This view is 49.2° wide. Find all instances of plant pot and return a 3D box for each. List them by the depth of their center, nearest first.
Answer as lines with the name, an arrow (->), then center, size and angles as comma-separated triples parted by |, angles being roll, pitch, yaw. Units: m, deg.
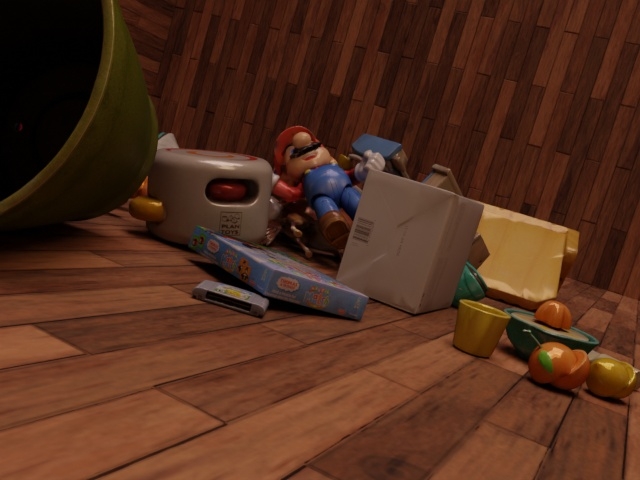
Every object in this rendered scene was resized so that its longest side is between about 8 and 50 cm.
plant pot -> -0.354, -0.164, 0.811 | 0.366, 0.367, 0.353 | 17, -5, 6

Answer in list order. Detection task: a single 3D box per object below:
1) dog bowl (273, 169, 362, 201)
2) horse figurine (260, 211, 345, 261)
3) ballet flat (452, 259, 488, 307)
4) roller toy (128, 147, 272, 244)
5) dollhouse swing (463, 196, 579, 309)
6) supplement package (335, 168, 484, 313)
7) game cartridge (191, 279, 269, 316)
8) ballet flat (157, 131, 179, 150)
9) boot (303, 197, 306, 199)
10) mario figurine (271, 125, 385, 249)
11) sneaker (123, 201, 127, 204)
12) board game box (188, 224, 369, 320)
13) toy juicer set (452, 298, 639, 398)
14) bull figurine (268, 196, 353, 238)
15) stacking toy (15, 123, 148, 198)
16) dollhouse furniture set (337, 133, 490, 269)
dog bowl -> -0.006, -0.116, 1.827 | 0.264, 0.104, 0.265 | 29, -7, 4
horse figurine -> 0.000, 0.000, 1.374 | 0.263, 0.066, 0.174 | 18, 13, -19
ballet flat -> 0.253, 0.064, 1.339 | 0.083, 0.087, 0.247 | 59, 9, -11
roller toy -> -0.176, -0.063, 1.096 | 0.191, 0.146, 0.209 | 9, 10, 14
dollhouse swing -> 0.415, 0.086, 1.720 | 0.346, 0.305, 0.315 | 18, -35, 12
supplement package -> 0.152, 0.002, 1.156 | 0.149, 0.194, 0.203 | 20, 7, 25
game cartridge -> -0.100, 0.064, 0.792 | 0.083, 0.017, 0.056 | 17, 3, -1
ballet flat -> -0.395, -0.178, 1.715 | 0.139, 0.139, 0.400 | 16, 11, -4
boot -> -0.038, -0.050, 1.686 | 0.099, 0.121, 0.045 | 46, 25, 2
mario figurine -> -0.007, -0.131, 1.341 | 0.198, 0.170, 0.320 | 9, 28, -36
sneaker -> -0.396, -0.077, 1.117 | 0.175, 0.064, 0.067 | 9, 28, -17
board game box -> -0.060, 0.041, 0.933 | 0.160, 0.039, 0.211 | 19, 4, -39
toy juicer set -> 0.347, 0.139, 0.962 | 0.329, 0.090, 0.209 | 11, 9, -46
bull figurine -> -0.029, -0.052, 1.520 | 0.310, 0.101, 0.188 | 16, 18, -25
stacking toy -> -0.404, -0.133, 1.215 | 0.301, 0.166, 0.175 | 27, -8, -16
dollhouse furniture set -> 0.159, -0.045, 1.537 | 0.303, 0.198, 0.286 | 31, -20, 52
